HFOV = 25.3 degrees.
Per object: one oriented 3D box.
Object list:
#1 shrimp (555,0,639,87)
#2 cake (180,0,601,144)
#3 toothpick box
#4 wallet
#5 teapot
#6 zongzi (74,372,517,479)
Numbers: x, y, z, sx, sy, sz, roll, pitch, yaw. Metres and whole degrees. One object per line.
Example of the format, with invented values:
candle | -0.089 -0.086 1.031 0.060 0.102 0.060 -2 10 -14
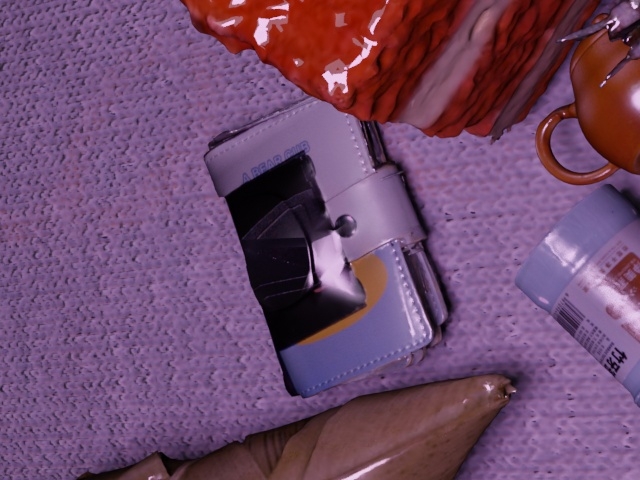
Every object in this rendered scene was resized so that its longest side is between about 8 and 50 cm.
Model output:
shrimp | 0.326 -0.219 0.814 0.410 0.166 0.221 -37 98 -13
cake | 0.051 -0.243 0.920 0.269 0.319 0.270 40 108 22
toothpick box | 0.222 0.048 0.982 0.153 0.101 0.101 45 114 17
wallet | 0.000 0.000 1.120 0.170 0.069 0.231 -23 84 34
teapot | 0.214 -0.108 0.966 0.173 0.116 0.116 -43 76 24
zongzi | -0.004 0.386 1.080 0.467 0.218 0.500 -19 87 29
